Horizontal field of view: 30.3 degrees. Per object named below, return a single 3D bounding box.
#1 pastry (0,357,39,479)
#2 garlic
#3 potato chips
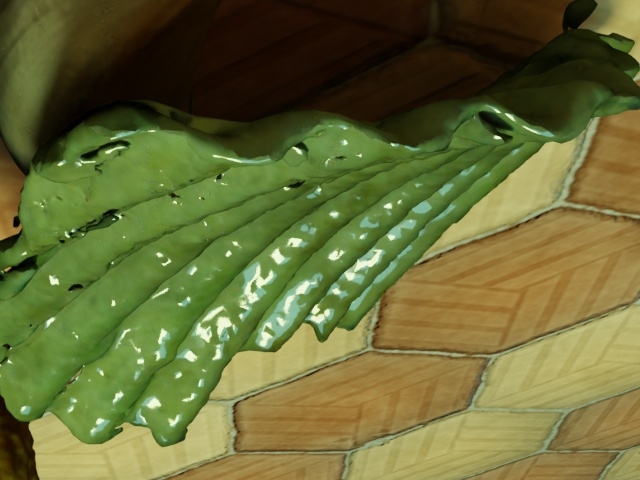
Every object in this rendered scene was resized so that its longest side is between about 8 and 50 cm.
[{"bbox_3d":[-0.254,0.163,0.840,0.103,0.189,0.189,-9,153,-15],"label":"pastry"},{"bbox_3d":[-0.093,-0.069,0.577,0.128,0.090,0.198,-21,150,-13],"label":"garlic"},{"bbox_3d":[0.001,-0.004,0.626,0.373,0.097,0.389,-20,165,-28],"label":"potato chips"}]
